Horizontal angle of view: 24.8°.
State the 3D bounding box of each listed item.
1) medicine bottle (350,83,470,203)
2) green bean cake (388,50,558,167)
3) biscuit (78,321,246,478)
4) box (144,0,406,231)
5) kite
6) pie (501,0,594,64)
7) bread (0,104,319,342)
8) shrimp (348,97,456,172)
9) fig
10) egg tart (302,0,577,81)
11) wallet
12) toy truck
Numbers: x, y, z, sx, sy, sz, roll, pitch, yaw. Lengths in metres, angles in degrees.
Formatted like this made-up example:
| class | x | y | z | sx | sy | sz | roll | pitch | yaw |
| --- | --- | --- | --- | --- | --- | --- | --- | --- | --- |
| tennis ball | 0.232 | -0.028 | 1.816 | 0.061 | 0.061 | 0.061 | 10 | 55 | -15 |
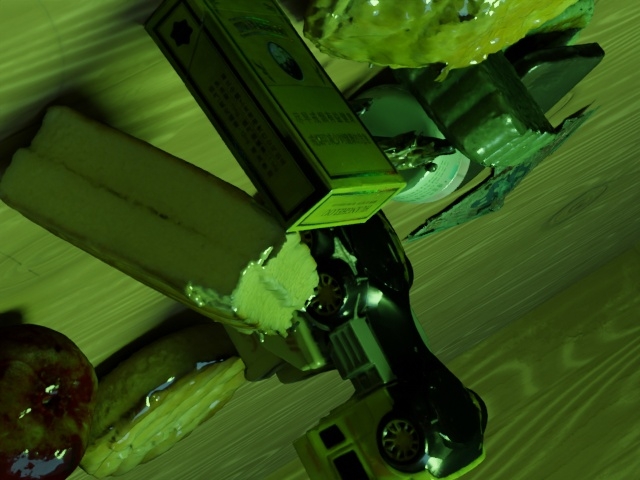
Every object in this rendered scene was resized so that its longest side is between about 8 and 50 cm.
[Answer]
| class | x | y | z | sx | sy | sz | roll | pitch | yaw |
| --- | --- | --- | --- | --- | --- | --- | --- | --- | --- |
| medicine bottle | 0.101 | -0.110 | 1.731 | 0.135 | 0.135 | 0.168 | -40 | 165 | 12 |
| green bean cake | 0.166 | -0.167 | 1.601 | 0.094 | 0.185 | 0.183 | -41 | 166 | 17 |
| biscuit | -0.229 | 0.216 | 2.038 | 0.296 | 0.102 | 0.296 | -34 | 161 | -13 |
| box | -0.036 | -0.114 | 1.228 | 0.064 | 0.220 | 0.141 | -44 | 163 | 25 |
| kite | 0.303 | -0.106 | 2.453 | 0.406 | 0.014 | 0.368 | -35 | 165 | -4 |
| pie | 0.247 | -0.236 | 1.841 | 0.240 | 0.054 | 0.240 | -34 | 164 | -11 |
| bread | -0.126 | -0.006 | 1.299 | 0.111 | 0.246 | 0.239 | -62 | 166 | -4 |
| shrimp | 0.038 | -0.109 | 1.586 | 0.217 | 0.051 | 0.150 | -4 | 153 | 6 |
| fig | -0.350 | 0.212 | 1.609 | 0.191 | 0.190 | 0.290 | -28 | 162 | -33 |
| egg tart | 0.144 | -0.257 | 1.358 | 0.352 | 0.153 | 0.339 | -20 | 161 | -46 |
| wallet | 0.220 | -0.148 | 1.867 | 0.165 | 0.042 | 0.309 | -13 | 158 | -46 |
| toy truck | 0.023 | 0.138 | 1.806 | 0.254 | 0.405 | 0.181 | -34 | 169 | 32 |
